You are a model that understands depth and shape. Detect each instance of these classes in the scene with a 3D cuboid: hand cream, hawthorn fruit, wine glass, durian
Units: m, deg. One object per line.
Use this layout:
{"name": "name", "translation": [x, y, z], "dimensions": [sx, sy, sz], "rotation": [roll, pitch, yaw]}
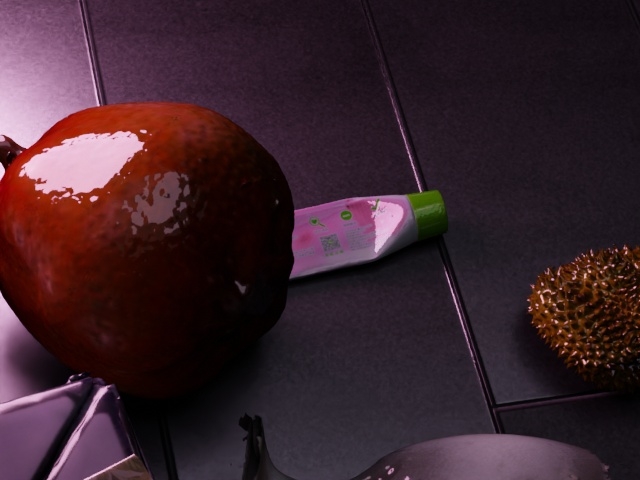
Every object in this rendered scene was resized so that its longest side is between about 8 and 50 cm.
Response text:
{"name": "hand cream", "translation": [0.000, -0.001, 1.688], "dimensions": [0.275, 0.050, 0.079], "rotation": [-13, 33, -11]}
{"name": "hawthorn fruit", "translation": [-0.171, 0.011, 1.515], "dimensions": [0.311, 0.295, 0.295], "rotation": [1, 47, 34]}
{"name": "wine glass", "translation": [0.088, 0.258, 1.434], "dimensions": [0.357, 0.190, 0.190], "rotation": [7, 55, -5]}
{"name": "durian", "translation": [0.305, 0.076, 1.629], "dimensions": [0.158, 0.137, 0.168], "rotation": [-35, 57, -5]}

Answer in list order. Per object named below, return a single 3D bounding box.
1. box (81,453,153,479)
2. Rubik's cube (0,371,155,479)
{"name": "box", "translation": [-0.164, 0.200, 1.141], "dimensions": [0.098, 0.062, 0.045], "rotation": [-25, 63, -28]}
{"name": "Rubik's cube", "translation": [-0.255, 0.334, 1.258], "dimensions": [0.310, 0.307, 0.305], "rotation": [-17, 58, -20]}
